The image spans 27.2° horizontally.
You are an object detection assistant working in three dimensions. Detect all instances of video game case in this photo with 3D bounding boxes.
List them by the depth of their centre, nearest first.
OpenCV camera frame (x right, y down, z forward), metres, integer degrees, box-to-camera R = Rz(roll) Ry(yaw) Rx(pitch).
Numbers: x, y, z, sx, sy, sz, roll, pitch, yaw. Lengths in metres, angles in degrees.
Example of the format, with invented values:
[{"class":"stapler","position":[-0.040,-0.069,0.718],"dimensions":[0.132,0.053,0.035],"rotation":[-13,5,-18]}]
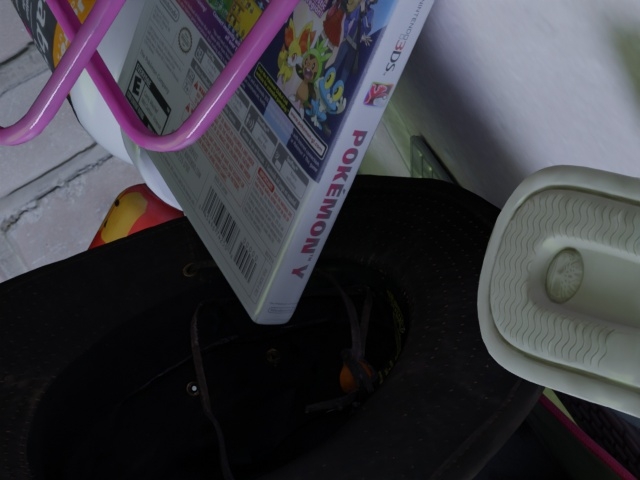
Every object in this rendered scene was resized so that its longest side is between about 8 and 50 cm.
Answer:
[{"class":"video game case","position":[-0.032,-0.093,0.632],"dimensions":[0.201,0.023,0.183],"rotation":[54,130,43]}]

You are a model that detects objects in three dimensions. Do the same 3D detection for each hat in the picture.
[{"class":"hat","position":[-0.040,0.100,0.654],"dimensions":[0.331,0.331,0.134],"rotation":[-129,19,-55]}]

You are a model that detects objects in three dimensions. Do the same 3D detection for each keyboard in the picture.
[{"class":"keyboard","position":[0.119,0.051,0.720],"dimensions":[0.256,0.014,0.072],"rotation":[56,174,25]}]

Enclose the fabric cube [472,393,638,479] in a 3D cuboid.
[{"class":"fabric cube","position":[0.095,0.260,0.670],"dimensions":[0.258,0.259,0.254],"rotation":[54,176,-27]}]

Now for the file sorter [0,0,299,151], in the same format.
[{"class":"file sorter","position":[-0.145,-0.142,0.373],"dimensions":[0.290,0.182,0.202],"rotation":[-2,-131,-47]}]

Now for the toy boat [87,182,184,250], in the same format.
[{"class":"toy boat","position":[-0.022,0.048,0.945],"dimensions":[0.318,0.148,0.267],"rotation":[37,-175,12]}]

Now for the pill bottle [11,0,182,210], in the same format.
[{"class":"pill bottle","position":[-0.107,-0.146,0.887],"dimensions":[0.278,0.162,0.162],"rotation":[54,173,45]}]

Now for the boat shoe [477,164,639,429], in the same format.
[{"class":"boat shoe","position":[0.129,0.037,0.317],"dimensions":[0.079,0.084,0.233],"rotation":[18,-172,-28]}]

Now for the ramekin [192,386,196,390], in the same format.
[{"class":"ramekin","position":[0.008,0.165,1.241],"dimensions":[0.277,0.135,0.277],"rotation":[35,-164,-11]}]
